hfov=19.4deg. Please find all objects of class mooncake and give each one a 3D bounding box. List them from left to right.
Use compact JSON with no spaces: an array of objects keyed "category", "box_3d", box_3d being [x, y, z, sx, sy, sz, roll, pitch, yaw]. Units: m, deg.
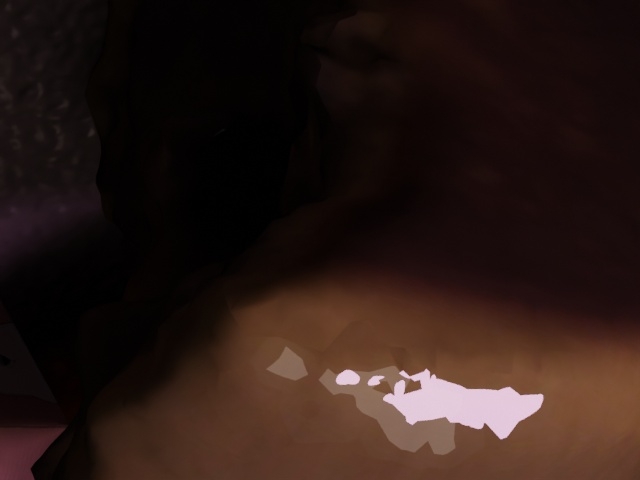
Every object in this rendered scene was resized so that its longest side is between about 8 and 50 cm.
[{"category":"mooncake","box_3d":[0.000,0.000,0.866,0.394,0.393,0.246,-32,153,-45]}]

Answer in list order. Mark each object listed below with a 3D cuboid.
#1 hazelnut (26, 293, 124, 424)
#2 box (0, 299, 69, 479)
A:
[{"category":"hazelnut","box_3d":[-0.060,0.228,1.111,0.359,0.359,0.409,-5,138,-20]},{"category":"box","box_3d":[-0.244,0.101,0.991,0.086,0.215,0.215,6,126,-40]}]
